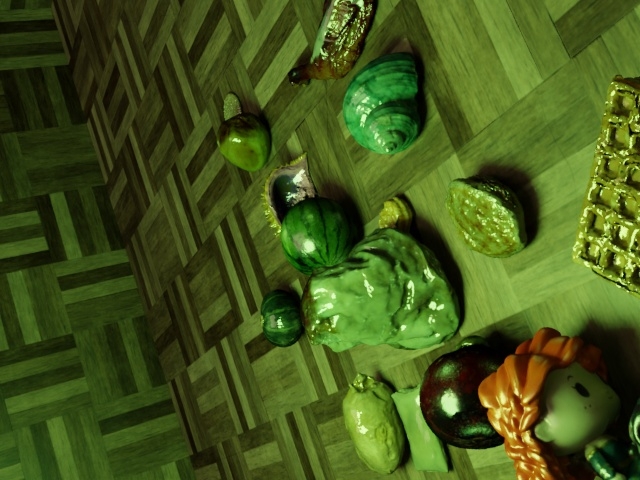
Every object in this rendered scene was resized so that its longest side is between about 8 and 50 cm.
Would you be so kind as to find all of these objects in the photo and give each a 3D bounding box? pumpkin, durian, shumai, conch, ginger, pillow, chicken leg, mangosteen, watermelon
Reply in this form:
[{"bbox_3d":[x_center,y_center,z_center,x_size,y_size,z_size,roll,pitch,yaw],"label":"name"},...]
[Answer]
[{"bbox_3d":[-0.109,0.222,2.182,0.167,0.125,0.167,-173,90,-76],"label":"pumpkin"},{"bbox_3d":[-0.068,-0.060,2.027,0.186,0.154,0.260,82,170,-65],"label":"durian"},{"bbox_3d":[0.100,0.143,1.625,0.304,0.264,0.309,41,143,38],"label":"shumai"},{"bbox_3d":[0.129,-0.264,1.571,0.202,0.134,0.196,64,149,23],"label":"conch"},{"bbox_3d":[0.131,0.449,1.853,0.152,0.138,0.267,18,121,62],"label":"ginger"},{"bbox_3d":[0.227,0.430,1.760,0.119,0.053,0.208,-24,83,62],"label":"pillow"},{"bbox_3d":[0.015,-0.440,1.746,0.407,0.096,0.157,-48,56,58],"label":"chicken leg"},{"bbox_3d":[0.291,0.281,1.450,0.216,0.216,0.216,30,127,52],"label":"mangosteen"},{"bbox_3d":[0.000,0.000,1.843,0.188,0.188,0.214,111,146,-44],"label":"watermelon"}]

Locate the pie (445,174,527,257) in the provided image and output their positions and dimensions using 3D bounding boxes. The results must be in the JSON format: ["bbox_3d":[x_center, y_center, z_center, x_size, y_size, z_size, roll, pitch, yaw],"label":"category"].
[{"bbox_3d":[0.305,-0.044,1.419,0.193,0.079,0.163,33,139,50],"label":"pie"}]

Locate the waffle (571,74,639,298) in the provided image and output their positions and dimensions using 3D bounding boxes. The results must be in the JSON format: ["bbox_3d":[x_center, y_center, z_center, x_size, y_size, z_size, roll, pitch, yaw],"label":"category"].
[{"bbox_3d":[0.482,-0.067,1.089,0.213,0.091,0.307,37,132,49],"label":"waffle"}]

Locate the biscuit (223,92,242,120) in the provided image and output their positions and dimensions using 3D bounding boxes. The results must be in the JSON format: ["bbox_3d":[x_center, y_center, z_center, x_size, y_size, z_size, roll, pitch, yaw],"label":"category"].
[{"bbox_3d":[-0.263,-0.384,2.318,0.120,0.015,0.120,30,126,51],"label":"biscuit"}]

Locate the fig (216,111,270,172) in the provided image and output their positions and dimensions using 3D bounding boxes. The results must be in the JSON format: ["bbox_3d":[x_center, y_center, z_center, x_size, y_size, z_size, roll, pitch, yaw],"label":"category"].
[{"bbox_3d":[-0.208,-0.269,2.149,0.165,0.144,0.154,61,-172,-13],"label":"fig"}]

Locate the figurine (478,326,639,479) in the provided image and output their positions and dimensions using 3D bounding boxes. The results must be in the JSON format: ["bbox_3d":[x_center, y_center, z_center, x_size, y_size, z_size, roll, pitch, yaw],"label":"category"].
[{"bbox_3d":[0.448,0.320,1.195,0.412,0.241,0.306,19,124,44],"label":"figurine"}]

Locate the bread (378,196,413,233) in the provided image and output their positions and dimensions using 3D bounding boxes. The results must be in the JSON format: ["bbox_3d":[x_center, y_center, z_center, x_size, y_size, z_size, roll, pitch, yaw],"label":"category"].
[{"bbox_3d":[0.163,-0.044,1.693,0.083,0.044,0.110,53,145,37],"label":"bread"}]
